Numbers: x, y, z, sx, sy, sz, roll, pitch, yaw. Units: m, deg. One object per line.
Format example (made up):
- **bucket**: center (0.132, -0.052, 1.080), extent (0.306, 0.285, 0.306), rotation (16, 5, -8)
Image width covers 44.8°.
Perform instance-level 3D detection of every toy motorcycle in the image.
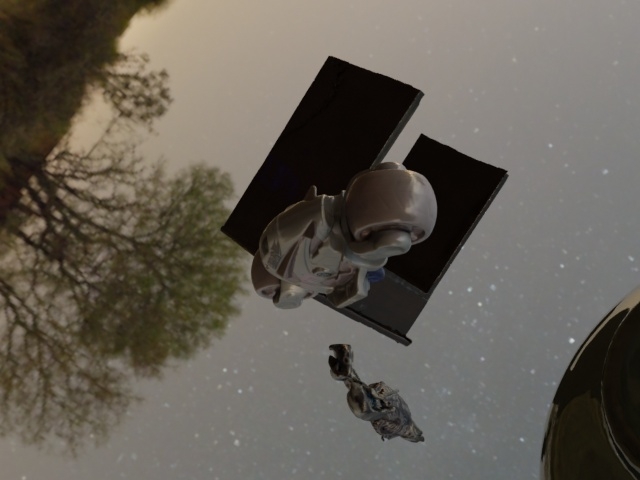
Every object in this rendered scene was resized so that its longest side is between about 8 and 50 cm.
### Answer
- **toy motorcycle**: center (0.000, 0.000, 0.683), extent (0.254, 0.112, 0.112), rotation (-32, -152, 54)

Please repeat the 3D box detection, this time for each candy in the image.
- **candy**: center (0.065, 0.178, 0.862), extent (0.051, 0.226, 0.094), rotation (-38, -127, -2)

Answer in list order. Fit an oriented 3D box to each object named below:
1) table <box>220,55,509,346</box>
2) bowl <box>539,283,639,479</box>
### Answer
- **table**: center (0.067, -0.051, 1.054), extent (0.196, 0.251, 0.282), rotation (34, -88, 46)
- **bowl**: center (0.212, 0.089, 0.336), extent (0.289, 0.146, 0.289), rotation (-30, -149, 20)
